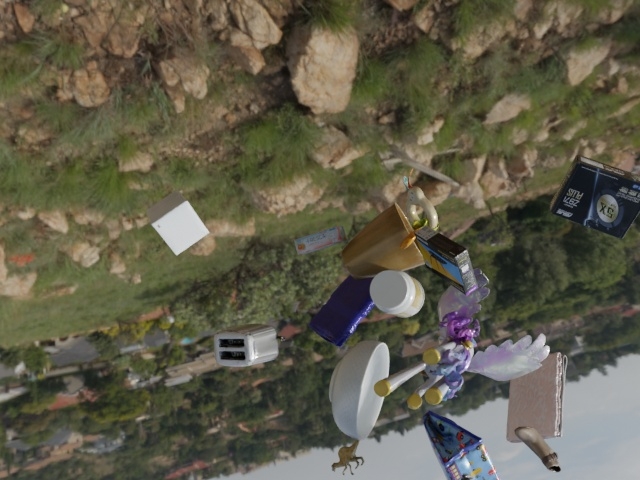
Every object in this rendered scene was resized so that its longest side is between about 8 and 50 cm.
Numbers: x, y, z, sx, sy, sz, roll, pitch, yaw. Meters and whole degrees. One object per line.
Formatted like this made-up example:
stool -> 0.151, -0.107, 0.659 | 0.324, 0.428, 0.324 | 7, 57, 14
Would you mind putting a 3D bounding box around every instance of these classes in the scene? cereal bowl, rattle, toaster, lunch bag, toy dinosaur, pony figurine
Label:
cereal bowl -> 0.126, 0.512, 1.721 | 0.141, 0.338, 0.339 | 10, 168, 25
rattle -> 0.256, -0.095, 1.461 | 0.143, 0.199, 0.130 | -25, -168, -4
toaster -> -0.243, 0.347, 1.604 | 0.227, 0.129, 0.146 | -5, 177, 31
lunch bag -> 0.412, 0.677, 1.510 | 0.138, 0.220, 0.293 | -28, -172, -11
toy dinosaur -> 0.109, 0.773, 1.747 | 0.183, 0.093, 0.053 | -49, 150, -3
pony figurine -> 0.355, 0.291, 1.283 | 0.364, 0.302, 0.351 | -16, 156, -50

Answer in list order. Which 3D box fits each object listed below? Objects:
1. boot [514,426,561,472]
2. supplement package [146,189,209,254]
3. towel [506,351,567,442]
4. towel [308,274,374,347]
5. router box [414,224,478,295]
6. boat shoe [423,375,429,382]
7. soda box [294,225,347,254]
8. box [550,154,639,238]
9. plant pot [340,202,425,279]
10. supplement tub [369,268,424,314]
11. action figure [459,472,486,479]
boot -> 0.507, 0.485, 1.126 | 0.119, 0.087, 0.042 | 28, 115, -27
supplement package -> -0.379, -0.051, 1.283 | 0.105, 0.179, 0.105 | -36, 115, -10
towel -> 0.859, 0.632, 1.953 | 0.054, 0.331, 0.317 | 21, 152, -6
towel -> 0.111, 0.270, 1.930 | 0.308, 0.228, 0.076 | -50, 122, -12
router box -> 0.331, 0.050, 1.291 | 0.046, 0.179, 0.133 | -32, 120, -9
boat shoe -> 0.543, 0.580, 2.149 | 0.109, 0.089, 0.258 | 18, 140, -5
soda box -> 0.000, 0.000, 1.758 | 0.183, 0.058, 0.063 | -18, 172, 25
box -> 0.695, -0.111, 1.217 | 0.077, 0.180, 0.147 | -45, 155, -56
plant pot -> 0.208, 0.028, 1.712 | 0.255, 0.237, 0.237 | -28, 156, 14
supplement tub -> 0.250, 0.173, 1.592 | 0.145, 0.144, 0.200 | -24, 158, 17
action figure -> 0.353, 0.690, 1.207 | 0.285, 0.185, 0.099 | -10, 129, -6
